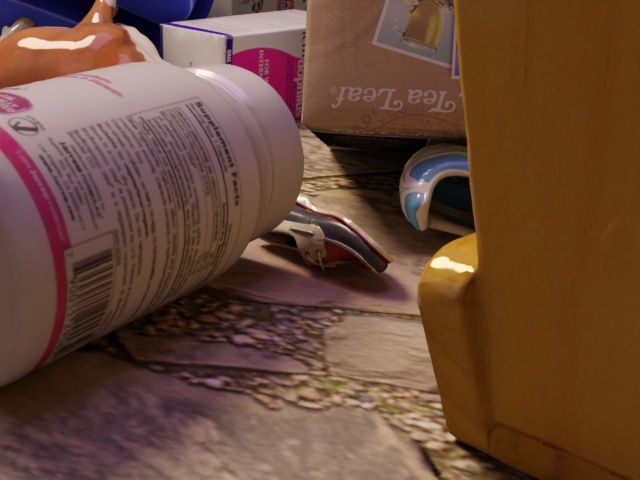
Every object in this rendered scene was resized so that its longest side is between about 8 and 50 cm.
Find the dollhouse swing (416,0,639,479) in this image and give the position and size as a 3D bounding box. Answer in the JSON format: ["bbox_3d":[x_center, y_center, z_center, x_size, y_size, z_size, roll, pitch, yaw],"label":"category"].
[{"bbox_3d":[0.252,-0.010,0.457,0.346,0.305,0.315,19,26,41],"label":"dollhouse swing"}]

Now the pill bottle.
[{"bbox_3d":[-0.140,-0.027,0.675,0.160,0.160,0.283,13,22,28],"label":"pill bottle"}]

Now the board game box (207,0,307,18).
[{"bbox_3d":[-0.165,-0.419,1.853,0.224,0.098,0.303,12,21,26],"label":"board game box"}]

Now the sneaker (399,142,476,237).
[{"bbox_3d":[0.180,-0.025,0.834,0.237,0.085,0.086,4,42,2],"label":"sneaker"}]

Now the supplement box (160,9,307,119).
[{"bbox_3d":[-0.069,-0.203,1.240,0.114,0.111,0.220,18,26,38],"label":"supplement box"}]

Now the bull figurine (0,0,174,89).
[{"bbox_3d":[-0.274,-0.195,1.138,0.310,0.101,0.188,-4,57,1],"label":"bull figurine"}]

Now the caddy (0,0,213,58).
[{"bbox_3d":[-0.295,-0.324,1.275,0.341,0.241,0.179,18,40,-17],"label":"caddy"}]

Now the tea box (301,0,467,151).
[{"bbox_3d":[0.161,-0.188,0.949,0.328,0.220,0.323,3,3,3],"label":"tea box"}]

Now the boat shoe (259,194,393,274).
[{"bbox_3d":[0.000,0.000,0.789,0.043,0.049,0.137,-51,43,-11],"label":"boat shoe"}]
